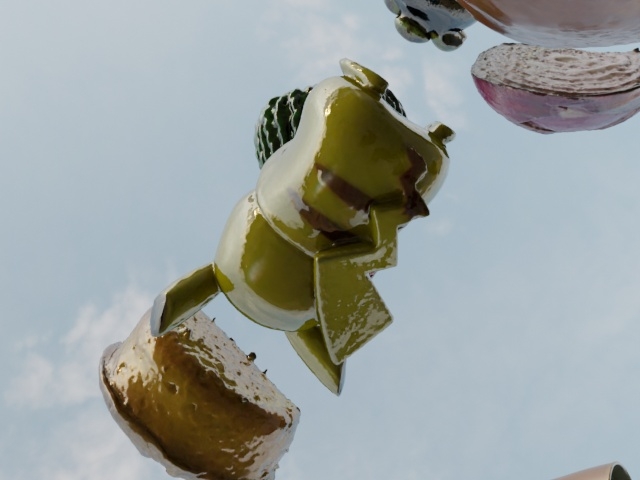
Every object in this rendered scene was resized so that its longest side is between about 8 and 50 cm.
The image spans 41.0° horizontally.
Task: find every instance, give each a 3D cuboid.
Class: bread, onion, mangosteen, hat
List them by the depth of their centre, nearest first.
[{"bbox_3d":[0.328,-0.190,1.156,0.250,0.111,0.247,9,-152,17],"label":"onion"},{"bbox_3d":[-0.195,0.235,1.281,0.340,0.179,0.194,43,-83,15],"label":"bread"},{"bbox_3d":[0.033,-0.087,1.439,0.274,0.242,0.332,-4,-103,-24],"label":"hat"},{"bbox_3d":[0.238,-0.508,1.733,0.243,0.243,0.243,7,-110,-20],"label":"mangosteen"}]

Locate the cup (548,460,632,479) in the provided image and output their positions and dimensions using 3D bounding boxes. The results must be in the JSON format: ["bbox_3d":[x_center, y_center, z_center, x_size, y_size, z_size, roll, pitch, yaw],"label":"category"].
[{"bbox_3d":[0.419,0.494,1.464,0.226,0.264,0.182,-23,-85,-59],"label":"cup"}]

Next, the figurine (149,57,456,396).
[{"bbox_3d":[0.004,-0.006,0.865,0.218,0.327,0.169,32,-158,-16],"label":"figurine"}]

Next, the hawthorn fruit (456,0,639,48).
[{"bbox_3d":[0.149,-0.182,0.327,0.251,0.199,0.199,-13,-105,9],"label":"hawthorn fruit"}]
